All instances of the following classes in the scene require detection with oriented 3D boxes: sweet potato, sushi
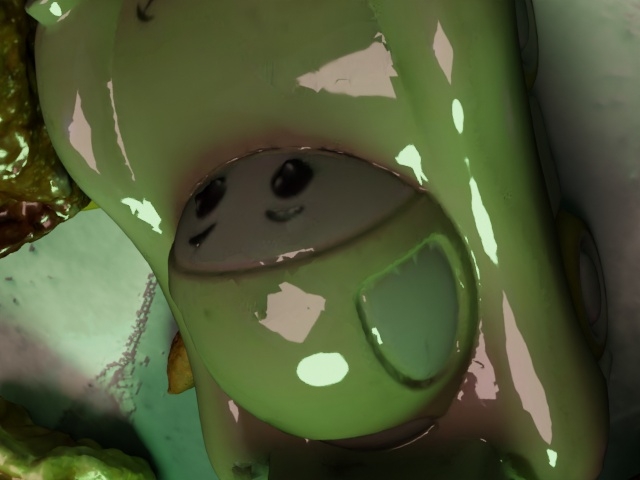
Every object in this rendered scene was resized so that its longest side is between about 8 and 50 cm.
[{"bbox_3d":[-0.089,0.080,0.711,0.034,0.034,0.095,32,136,4],"label":"sweet potato"},{"bbox_3d":[-0.218,-0.115,0.566,0.179,0.167,0.297,0,112,9],"label":"sushi"}]

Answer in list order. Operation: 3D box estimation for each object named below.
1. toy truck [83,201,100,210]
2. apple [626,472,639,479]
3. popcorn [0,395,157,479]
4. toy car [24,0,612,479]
[{"bbox_3d":[-0.159,-0.043,0.657,0.083,0.054,0.049,-7,114,26],"label":"toy truck"},{"bbox_3d":[0.262,0.284,0.467,0.374,0.384,0.374,7,152,4],"label":"apple"},{"bbox_3d":[-0.227,0.234,0.780,0.225,0.174,0.286,-37,89,19],"label":"popcorn"},{"bbox_3d":[0.000,0.000,0.509,0.242,0.226,0.336,-8,115,27],"label":"toy car"}]
